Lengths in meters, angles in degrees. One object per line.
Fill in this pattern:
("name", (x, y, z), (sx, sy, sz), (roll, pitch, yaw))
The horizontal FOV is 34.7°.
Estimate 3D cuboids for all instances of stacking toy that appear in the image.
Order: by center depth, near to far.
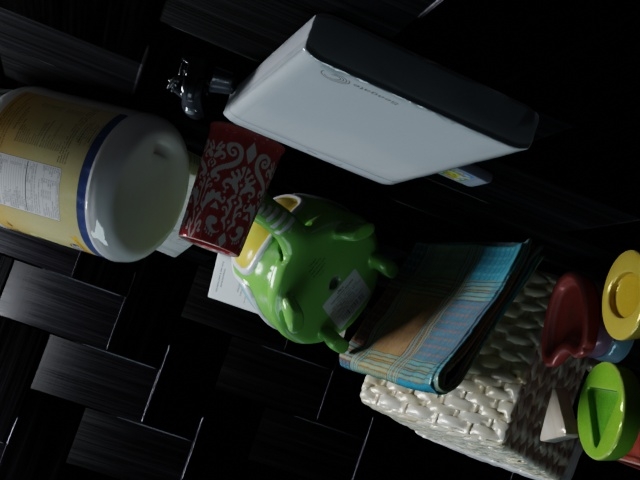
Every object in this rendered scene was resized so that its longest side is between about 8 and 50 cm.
("stacking toy", (0.430, 0.169, 1.443), (0.130, 0.279, 0.309), (9, 172, -10))

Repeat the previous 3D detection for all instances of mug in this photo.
("mug", (-0.129, -0.066, 1.469), (0.113, 0.169, 0.150), (18, 171, 3))

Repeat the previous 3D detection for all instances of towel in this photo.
("towel", (0.173, 0.109, 1.623), (0.040, 0.271, 0.370), (40, 166, -18))

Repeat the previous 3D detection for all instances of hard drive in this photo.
("hard drive", (0.044, -0.133, 1.087), (0.233, 0.047, 0.353), (22, 171, -15))

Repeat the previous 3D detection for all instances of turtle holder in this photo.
("turtle holder", (-0.051, 0.035, 1.710), (0.227, 0.243, 0.320), (32, -164, 38))

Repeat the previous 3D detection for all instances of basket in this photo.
("basket", (0.298, 0.212, 1.812), (0.331, 0.328, 0.266), (12, 165, 43))

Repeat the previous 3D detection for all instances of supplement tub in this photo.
("supplement tub", (-0.386, -0.109, 1.563), (0.316, 0.228, 0.228), (15, 171, 23))

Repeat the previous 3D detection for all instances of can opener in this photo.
("can opener", (-0.144, -0.170, 1.211), (0.073, 0.059, 0.186), (25, 171, -8))

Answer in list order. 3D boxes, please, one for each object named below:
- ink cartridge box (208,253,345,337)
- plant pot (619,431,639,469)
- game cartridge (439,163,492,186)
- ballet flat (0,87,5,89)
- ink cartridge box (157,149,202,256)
("ink cartridge box", (-0.054, 0.062, 2.003), (0.273, 0.114, 0.197), (19, -148, 3))
("plant pot", (0.584, 0.226, 1.444), (0.272, 0.265, 0.272), (18, 172, 3))
("game cartridge", (0.162, -0.086, 1.231), (0.083, 0.017, 0.056), (21, 168, -14))
("ballet flat", (-0.614, -0.249, 1.728), (0.188, 0.070, 0.070), (18, 172, 6))
("ink cartridge box", (-0.257, -0.066, 1.785), (0.181, 0.056, 0.225), (25, 138, -36))
